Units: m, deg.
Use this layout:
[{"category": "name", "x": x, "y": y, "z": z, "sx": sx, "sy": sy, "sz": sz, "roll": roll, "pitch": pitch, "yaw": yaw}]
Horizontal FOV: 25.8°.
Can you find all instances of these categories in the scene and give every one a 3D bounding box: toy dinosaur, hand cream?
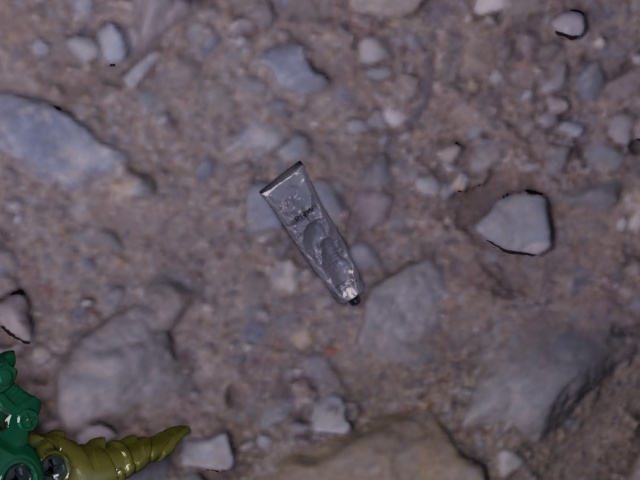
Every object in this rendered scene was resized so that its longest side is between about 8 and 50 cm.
[{"category": "toy dinosaur", "x": -0.181, "y": 0.125, "z": 0.753, "sx": 0.259, "sy": 0.094, "sz": 0.153, "roll": -27, "pitch": 108, "yaw": -37}, {"category": "hand cream", "x": 0.000, "y": 0.000, "z": 0.813, "sx": 0.030, "sy": 0.019, "sz": 0.093, "roll": -33, "pitch": 113, "yaw": -3}]
